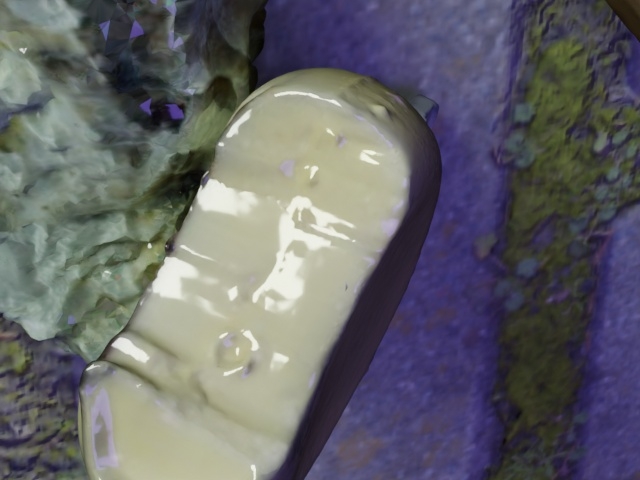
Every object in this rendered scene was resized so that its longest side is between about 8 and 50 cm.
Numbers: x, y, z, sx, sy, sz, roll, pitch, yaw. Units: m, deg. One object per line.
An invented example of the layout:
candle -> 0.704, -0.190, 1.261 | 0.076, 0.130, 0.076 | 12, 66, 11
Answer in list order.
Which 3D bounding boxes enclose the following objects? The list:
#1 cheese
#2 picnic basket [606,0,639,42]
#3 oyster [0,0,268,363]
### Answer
cheese -> -0.006, 0.017, 0.502 | 0.163, 0.070, 0.249 | -67, 171, 8
picnic basket -> 0.179, -0.173, 0.420 | 0.254, 0.291, 0.321 | -46, 121, 5
oyster -> -0.096, -0.068, 0.455 | 0.198, 0.112, 0.267 | -46, 135, 6
